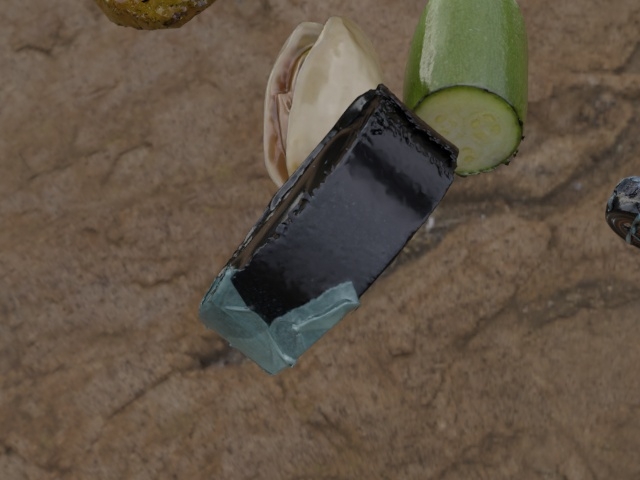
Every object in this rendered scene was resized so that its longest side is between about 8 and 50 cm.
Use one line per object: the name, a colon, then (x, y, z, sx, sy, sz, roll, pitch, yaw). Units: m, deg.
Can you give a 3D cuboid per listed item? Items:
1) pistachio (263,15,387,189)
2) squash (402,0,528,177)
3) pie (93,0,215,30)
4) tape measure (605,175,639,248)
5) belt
pistachio: (0.022, -0.160, 1.442, 0.214, 0.318, 0.193, -8, 9, -41)
squash: (0.219, -0.249, 1.501, 0.189, 0.189, 0.260, -1, 49, 9)
pie: (-0.179, -0.366, 1.109, 0.273, 0.069, 0.273, 4, 101, 20)
tape measure: (0.324, -0.023, 0.974, 0.091, 0.094, 0.054, 39, 77, -13)
belt: (0.000, 0.000, 0.632, 0.078, 0.198, 0.151, 39, 25, -9)
